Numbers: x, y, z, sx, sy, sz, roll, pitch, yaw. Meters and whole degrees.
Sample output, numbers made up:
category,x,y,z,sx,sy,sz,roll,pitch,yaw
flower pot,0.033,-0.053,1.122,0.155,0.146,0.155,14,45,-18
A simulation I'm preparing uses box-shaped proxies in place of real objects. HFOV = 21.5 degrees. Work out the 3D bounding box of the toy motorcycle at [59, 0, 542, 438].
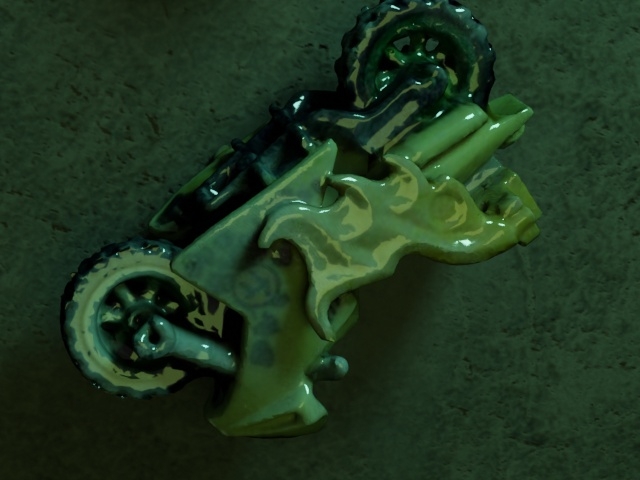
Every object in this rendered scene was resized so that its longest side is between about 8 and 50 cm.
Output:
category,x,y,z,sx,sy,sz,roll,pitch,yaw
toy motorcycle,0.000,0.000,1.326,0.410,0.169,0.237,-43,116,2
